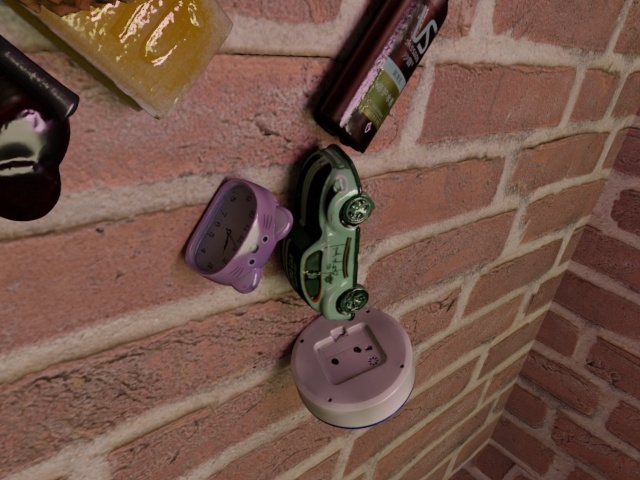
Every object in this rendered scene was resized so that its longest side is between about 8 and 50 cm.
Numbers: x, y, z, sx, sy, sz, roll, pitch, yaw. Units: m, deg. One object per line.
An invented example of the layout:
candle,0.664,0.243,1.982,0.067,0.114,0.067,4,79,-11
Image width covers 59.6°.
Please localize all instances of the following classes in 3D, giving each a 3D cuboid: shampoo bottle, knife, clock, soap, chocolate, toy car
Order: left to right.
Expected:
knife,-0.301,-0.170,0.438,0.230,0.028,0.060,42,63,-32
chocolate,-0.291,-0.089,0.521,0.125,0.080,0.148,1,117,-51
soap,-0.199,-0.237,0.523,0.140,0.073,0.232,-58,144,-8
clock,-0.114,-0.006,0.769,0.152,0.110,0.050,-60,148,2
toy car,0.000,0.000,0.898,0.125,0.136,0.305,-15,129,-17
clock,0.061,0.233,1.058,0.230,0.230,0.083,-38,137,-25
shampoo bottle,0.112,-0.295,0.843,0.322,0.084,0.129,-57,148,-1

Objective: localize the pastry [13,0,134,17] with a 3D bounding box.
pastry,-0.163,-0.277,0.343,0.275,0.193,0.274,23,90,-85
